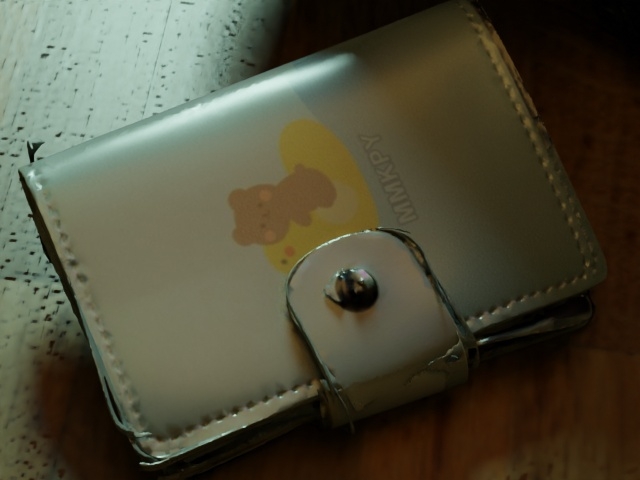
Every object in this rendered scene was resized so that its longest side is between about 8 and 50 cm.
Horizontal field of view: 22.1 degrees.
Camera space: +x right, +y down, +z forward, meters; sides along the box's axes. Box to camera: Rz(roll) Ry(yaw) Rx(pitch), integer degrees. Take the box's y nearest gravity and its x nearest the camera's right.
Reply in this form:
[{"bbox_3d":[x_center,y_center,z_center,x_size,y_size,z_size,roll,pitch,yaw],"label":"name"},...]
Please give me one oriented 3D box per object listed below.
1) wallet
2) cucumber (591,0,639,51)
[{"bbox_3d":[0.000,0.000,0.706,0.231,0.069,0.170,-21,73,-15],"label":"wallet"},{"bbox_3d":[0.240,-0.048,0.764,0.067,0.067,0.293,-27,58,-23],"label":"cucumber"}]
